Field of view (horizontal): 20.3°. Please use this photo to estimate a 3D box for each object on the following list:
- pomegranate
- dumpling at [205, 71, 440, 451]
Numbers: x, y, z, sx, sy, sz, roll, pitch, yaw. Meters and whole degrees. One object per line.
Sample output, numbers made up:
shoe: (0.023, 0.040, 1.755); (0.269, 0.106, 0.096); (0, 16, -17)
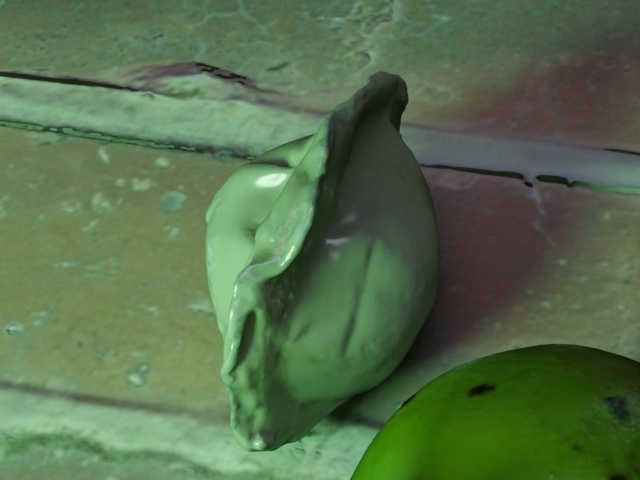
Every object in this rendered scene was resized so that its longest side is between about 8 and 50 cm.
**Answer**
pomegranate: (0.101, 0.173, 0.874); (0.260, 0.340, 0.260); (-13, 70, 40)
dumpling: (0.000, 0.000, 1.090); (0.147, 0.193, 0.258); (17, 56, 17)
